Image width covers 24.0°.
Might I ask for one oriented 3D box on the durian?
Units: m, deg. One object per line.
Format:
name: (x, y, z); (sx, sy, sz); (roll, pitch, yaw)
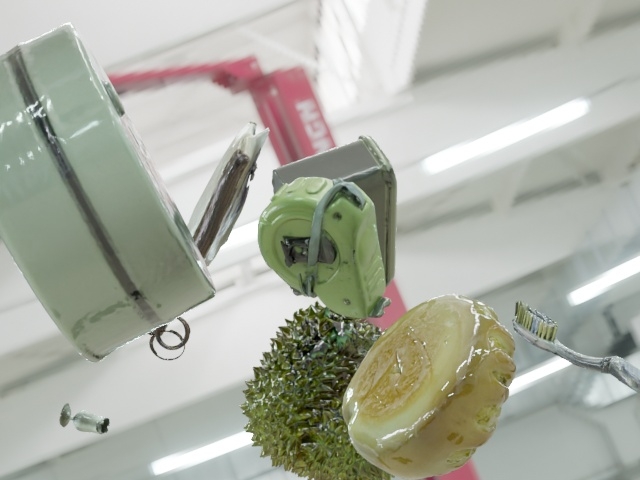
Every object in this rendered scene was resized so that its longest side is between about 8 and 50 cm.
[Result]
durian: (0.010, 0.235, 2.224); (0.291, 0.291, 0.224); (-14, -14, -28)

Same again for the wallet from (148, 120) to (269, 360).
wallet: (-0.152, -0.021, 2.141); (0.275, 0.068, 0.335); (-80, 16, -67)

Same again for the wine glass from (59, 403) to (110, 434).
wine glass: (-0.397, 0.303, 2.542); (0.083, 0.042, 0.039); (10, -10, 22)

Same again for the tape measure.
tape measure: (0.000, 0.000, 1.794); (0.154, 0.177, 0.087); (9, 33, 25)

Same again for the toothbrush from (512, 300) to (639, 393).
toothbrush: (0.361, 0.163, 1.671); (0.035, 0.413, 0.042); (-15, -60, -36)

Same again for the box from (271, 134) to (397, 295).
box: (0.020, -0.028, 2.469); (0.178, 0.138, 0.274); (-16, -46, -17)

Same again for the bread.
bread: (0.115, 0.148, 1.501); (0.213, 0.105, 0.213); (-45, 20, 21)

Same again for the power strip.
power strip: (-0.247, -0.045, 1.609); (0.161, 0.357, 0.357); (-28, -15, -3)
